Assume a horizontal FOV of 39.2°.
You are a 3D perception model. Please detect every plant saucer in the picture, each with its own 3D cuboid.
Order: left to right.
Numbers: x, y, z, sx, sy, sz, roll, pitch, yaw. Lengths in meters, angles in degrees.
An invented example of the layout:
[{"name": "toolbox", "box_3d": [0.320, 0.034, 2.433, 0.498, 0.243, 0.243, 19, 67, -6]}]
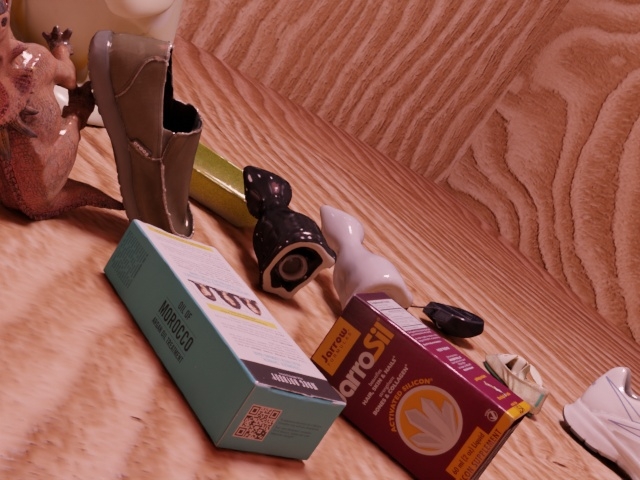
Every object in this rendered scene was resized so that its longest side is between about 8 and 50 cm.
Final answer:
[{"name": "plant saucer", "box_3d": [-0.149, -0.081, 1.287, 0.188, 0.045, 0.188, 33, 11, -3]}]

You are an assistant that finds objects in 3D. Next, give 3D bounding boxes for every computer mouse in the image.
[{"name": "computer mouse", "box_3d": [0.160, 0.116, 1.360, 0.242, 0.041, 0.071, 16, 11, -37]}]

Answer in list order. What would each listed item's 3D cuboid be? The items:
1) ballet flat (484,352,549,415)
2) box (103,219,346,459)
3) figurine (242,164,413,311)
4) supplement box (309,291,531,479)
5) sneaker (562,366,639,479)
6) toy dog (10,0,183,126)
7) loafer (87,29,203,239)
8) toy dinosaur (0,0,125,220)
[{"name": "ballet flat", "box_3d": [0.291, 0.198, 1.315, 0.057, 0.052, 0.168, 29, 12, -19]}, {"name": "box", "box_3d": [-0.088, 0.077, 0.757, 0.100, 0.060, 0.244, 22, 16, -43]}, {"name": "figurine", "box_3d": [0.000, 0.000, 1.155, 0.215, 0.092, 0.209, 27, 24, -32]}, {"name": "supplement box", "box_3d": [0.088, 0.144, 0.854, 0.188, 0.104, 0.081, 37, 12, 21]}, {"name": "sneaker", "box_3d": [0.478, 0.293, 1.242, 0.297, 0.129, 0.111, 42, 12, 31]}, {"name": "toy dog", "box_3d": [-0.271, -0.388, 1.313, 0.284, 0.408, 0.395, 40, 14, 29]}, {"name": "loafer", "box_3d": [-0.160, -0.093, 0.905, 0.087, 0.251, 0.094, -7, 39, 4]}, {"name": "toy dinosaur", "box_3d": [-0.268, -0.096, 0.792, 0.200, 0.127, 0.296, -104, 178, -49]}]
